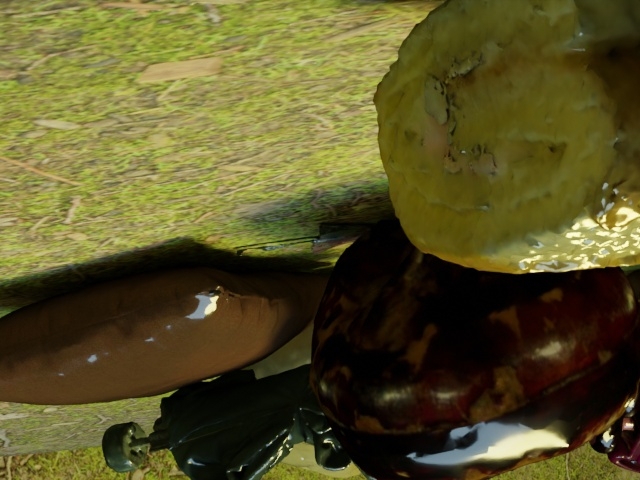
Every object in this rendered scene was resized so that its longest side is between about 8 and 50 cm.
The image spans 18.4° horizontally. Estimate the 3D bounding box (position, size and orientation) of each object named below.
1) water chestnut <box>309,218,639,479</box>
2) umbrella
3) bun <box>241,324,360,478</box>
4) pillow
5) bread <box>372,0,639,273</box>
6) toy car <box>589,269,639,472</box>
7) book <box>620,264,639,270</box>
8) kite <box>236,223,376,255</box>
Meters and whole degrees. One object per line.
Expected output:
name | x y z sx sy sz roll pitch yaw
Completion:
water chestnut | 0.127 0.069 1.703 0.300 0.300 0.300 -9 170 -1
umbrella | -0.058 0.183 1.937 0.349 0.094 0.143 -15 -153 26
bun | 0.067 0.150 2.126 0.361 0.213 0.361 -11 171 -2
pillow | -0.161 0.090 1.892 0.305 0.108 0.308 -17 172 22
bread | 0.239 -0.079 1.100 0.375 0.165 0.236 -6 172 -25
toy car | 0.444 0.122 2.289 0.271 0.240 0.340 2 150 -6
book | 0.418 -0.010 2.065 0.202 0.027 0.264 -6 170 -18
kite | 0.000 0.000 1.803 0.157 0.011 0.139 -8 168 -7
